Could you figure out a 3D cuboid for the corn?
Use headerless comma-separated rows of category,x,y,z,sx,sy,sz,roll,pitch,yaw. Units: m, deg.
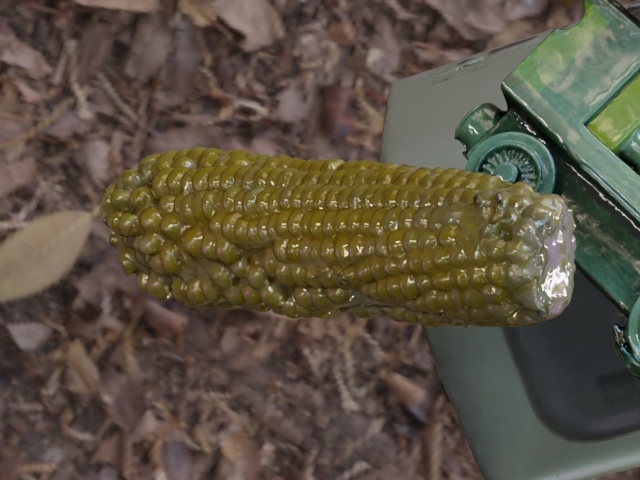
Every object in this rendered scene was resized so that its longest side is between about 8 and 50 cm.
corn,0.000,0.000,0.790,0.086,0.288,0.086,-7,100,-48

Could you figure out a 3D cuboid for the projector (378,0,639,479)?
projector,0.195,-0.006,1.025,0.249,0.248,0.248,-18,112,13

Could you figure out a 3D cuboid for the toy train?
toy train,0.162,-0.016,0.783,0.132,0.200,0.083,-46,164,2
